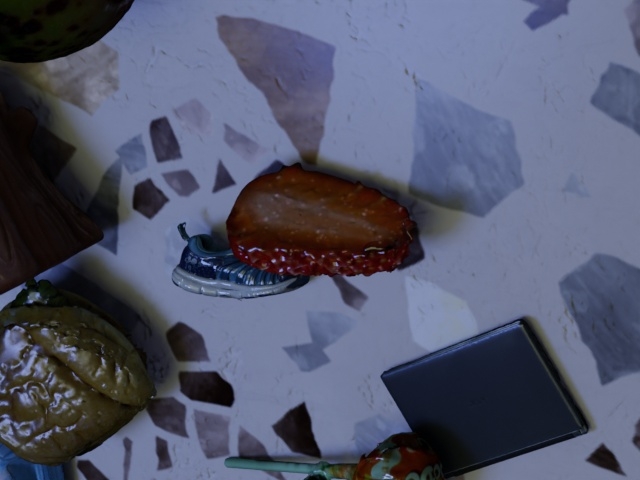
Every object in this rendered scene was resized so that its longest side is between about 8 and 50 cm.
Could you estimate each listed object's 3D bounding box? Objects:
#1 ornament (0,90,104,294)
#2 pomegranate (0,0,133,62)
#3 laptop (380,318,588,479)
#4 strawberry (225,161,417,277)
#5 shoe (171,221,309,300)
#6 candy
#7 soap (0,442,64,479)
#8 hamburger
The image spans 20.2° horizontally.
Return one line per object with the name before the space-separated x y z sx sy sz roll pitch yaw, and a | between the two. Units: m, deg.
ornament | -0.366 -0.049 1.823 0.221 0.235 0.217 -25 97 12
pomegranate | -0.295 -0.306 1.623 0.306 0.242 0.242 47 128 9
laptop | 0.155 0.155 1.723 0.180 0.016 0.129 -24 100 36
strawberry | 0.000 0.000 1.673 0.188 0.121 0.082 16 140 24
shoe | -0.077 0.022 1.771 0.143 0.064 0.071 7 99 22
candy | 0.003 0.230 1.820 0.287 0.078 0.084 -1 117 42
soap | -0.426 0.256 2.065 0.293 0.077 0.156 11 130 26
hamburger | -0.280 0.147 1.897 0.183 0.130 0.206 39 134 -7
